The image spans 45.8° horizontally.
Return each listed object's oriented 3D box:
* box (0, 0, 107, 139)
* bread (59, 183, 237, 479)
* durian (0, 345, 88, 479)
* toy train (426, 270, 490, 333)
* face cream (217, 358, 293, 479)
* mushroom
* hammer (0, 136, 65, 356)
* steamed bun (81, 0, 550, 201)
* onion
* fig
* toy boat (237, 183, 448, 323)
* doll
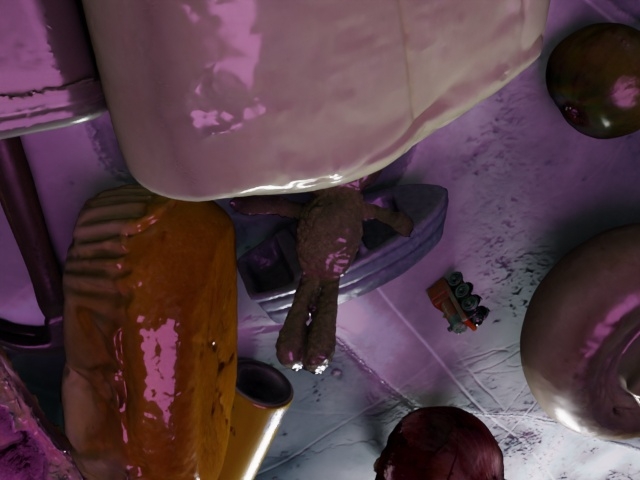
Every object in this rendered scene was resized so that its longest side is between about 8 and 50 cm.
[{"bbox_3d":[-0.387,-0.244,0.609,0.352,0.177,0.343,-13,111,-10],"label":"box"},{"bbox_3d":[-0.182,0.129,0.873,0.183,0.236,0.388,6,113,22],"label":"bread"},{"bbox_3d":[-0.382,0.273,0.956,0.191,0.112,0.341,-39,91,17],"label":"durian"},{"bbox_3d":[0.198,0.092,1.090,0.064,0.103,0.044,-38,127,12],"label":"toy train"},{"bbox_3d":[-0.150,0.342,1.127,0.105,0.105,0.348,12,116,-25],"label":"face cream"},{"bbox_3d":[0.481,0.154,1.107,0.363,0.294,0.362,-9,125,-13],"label":"mushroom"},{"bbox_3d":[-0.337,-0.046,0.858,0.168,0.044,0.439,-13,123,-13],"label":"hammer"},{"bbox_3d":[-0.002,-0.260,0.680,0.456,0.290,0.371,-24,129,-27],"label":"steamed bun"},{"bbox_3d":[0.178,0.387,1.215,0.252,0.219,0.252,7,80,-49],"label":"onion"},{"bbox_3d":[0.392,-0.247,0.956,0.245,0.149,0.149,-52,124,-7],"label":"fig"},{"bbox_3d":[0.037,0.008,0.966,0.283,0.127,0.078,-23,128,-3],"label":"toy boat"},{"bbox_3d":[0.016,-0.003,0.875,0.203,0.285,0.091,-24,149,13],"label":"doll"}]
